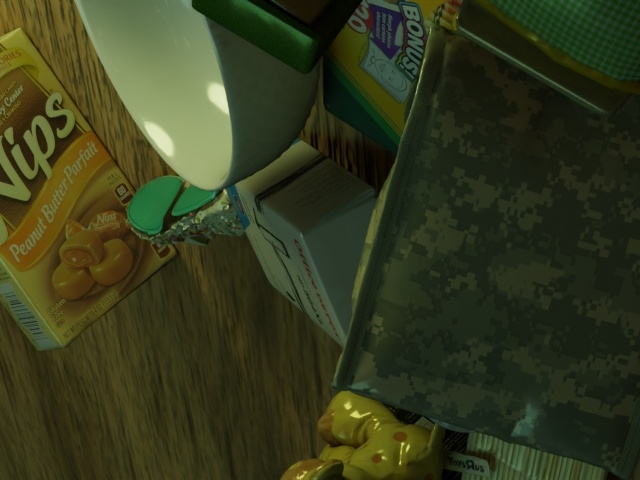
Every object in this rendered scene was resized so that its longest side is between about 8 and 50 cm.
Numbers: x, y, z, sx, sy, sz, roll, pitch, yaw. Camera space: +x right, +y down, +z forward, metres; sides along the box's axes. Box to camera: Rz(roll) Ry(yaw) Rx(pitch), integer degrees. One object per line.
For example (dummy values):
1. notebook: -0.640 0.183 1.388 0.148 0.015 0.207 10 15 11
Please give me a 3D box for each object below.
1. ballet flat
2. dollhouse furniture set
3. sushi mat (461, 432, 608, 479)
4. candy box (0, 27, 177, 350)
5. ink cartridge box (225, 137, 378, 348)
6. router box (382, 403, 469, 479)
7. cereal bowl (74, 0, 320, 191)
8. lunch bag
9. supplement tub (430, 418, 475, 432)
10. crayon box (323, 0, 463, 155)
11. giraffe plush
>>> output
1. ballet flat: -0.126 -0.027 1.971 0.077 0.091 0.241 35 162 -23
2. dollhouse furniture set: 0.093 -0.185 1.228 0.302 0.151 0.197 31 144 8
3. sushi mat: 0.199 0.222 1.776 0.151 0.019 0.316 29 128 32
4. candy box: -0.326 -0.055 2.101 0.316 0.183 0.087 56 150 -14
5. ink cartridge box: 0.000 0.000 1.758 0.203 0.086 0.148 38 155 60
6. router box: 0.138 0.316 2.016 0.243 0.081 0.308 35 149 24
7. cereal bowl: -0.099 -0.218 1.585 0.339 0.141 0.339 53 158 32
8. lunch bag: 0.156 -0.004 1.391 0.235 0.287 0.169 17 -169 3
9. supplement tub: 0.154 0.076 1.640 0.117 0.117 0.190 44 139 9
10. crayon box: 0.088 -0.178 1.475 0.165 0.081 0.278 34 148 25
11. giraffe plush: 0.034 0.248 1.817 0.210 0.170 0.181 -17 95 50
